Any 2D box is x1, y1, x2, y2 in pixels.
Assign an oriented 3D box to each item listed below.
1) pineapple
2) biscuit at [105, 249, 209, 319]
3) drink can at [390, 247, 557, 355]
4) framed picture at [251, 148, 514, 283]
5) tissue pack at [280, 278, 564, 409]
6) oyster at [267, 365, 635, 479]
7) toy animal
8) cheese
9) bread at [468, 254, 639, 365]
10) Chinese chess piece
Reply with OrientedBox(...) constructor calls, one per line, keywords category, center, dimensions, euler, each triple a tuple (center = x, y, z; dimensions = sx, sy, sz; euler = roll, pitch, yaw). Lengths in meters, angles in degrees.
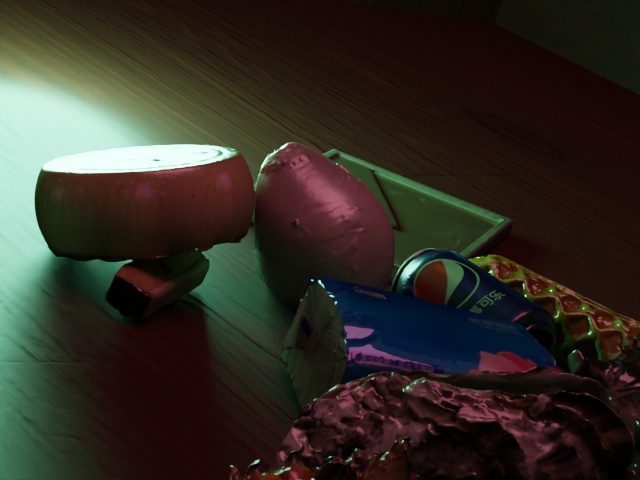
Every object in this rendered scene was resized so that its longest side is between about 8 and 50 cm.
OrientedBox(category="pineapple", center=(0.020, 0.221, 1.313), dimensions=(0.250, 0.164, 0.140), euler=(15, 11, 0))
OrientedBox(category="biscuit", center=(-0.183, 0.045, 1.782), dimensions=(0.056, 0.052, 0.188), euler=(27, 20, 10))
OrientedBox(category="drink can", center=(0.184, 0.094, 1.890), dimensions=(0.118, 0.118, 0.205), euler=(1, 24, -43))
OrientedBox(category="framed picture", center=(0.086, -0.036, 2.312), dimensions=(0.326, 0.028, 0.446), euler=(23, 19, 15))
OrientedBox(category="tissue pack", center=(0.112, 0.140, 1.653), dimensions=(0.270, 0.137, 0.209), euler=(12, 18, -17))
OrientedBox(category="oyster", center=(0.115, 0.202, 1.466), dimensions=(0.351, 0.162, 0.158), euler=(-4, 8, -8))
OrientedBox(category="toy animal", center=(0.387, 0.250, 1.663), dimensions=(0.168, 0.106, 0.343), euler=(9, 25, -46))
OrientedBox(category="cheese", center=(0.000, 0.000, 1.879), dimensions=(0.189, 0.198, 0.154), euler=(27, 50, 23))
OrientedBox(category="bread", center=(0.297, 0.098, 2.030), dimensions=(0.269, 0.087, 0.098), euler=(27, 21, 24))
OrientedBox(category="Chinese chess piece", center=(-0.205, -0.048, 1.820), dimensions=(0.257, 0.104, 0.257), euler=(-4, 11, 1))
